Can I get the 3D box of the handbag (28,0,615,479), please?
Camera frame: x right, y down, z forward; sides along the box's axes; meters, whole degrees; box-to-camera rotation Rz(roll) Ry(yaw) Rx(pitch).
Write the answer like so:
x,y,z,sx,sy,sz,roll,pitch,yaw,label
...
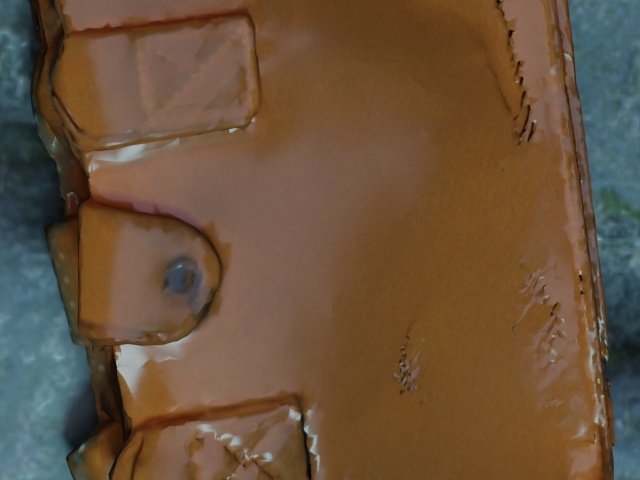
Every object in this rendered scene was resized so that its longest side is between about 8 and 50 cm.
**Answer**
x,y,z,sx,sy,sz,roll,pitch,yaw,label
0.000,0.000,1.000,0.304,0.116,0.410,-11,101,-20,handbag
